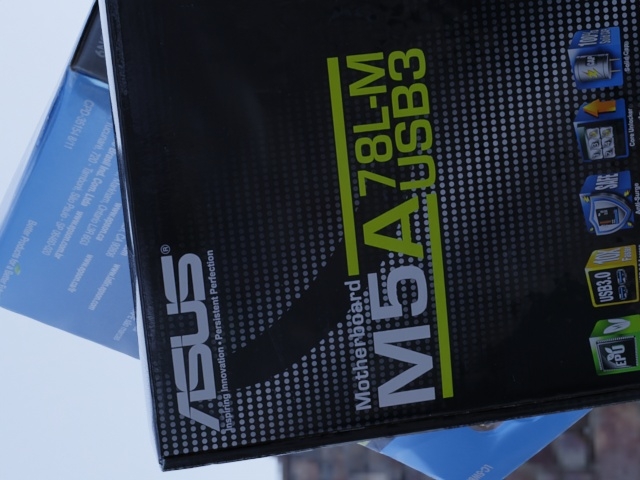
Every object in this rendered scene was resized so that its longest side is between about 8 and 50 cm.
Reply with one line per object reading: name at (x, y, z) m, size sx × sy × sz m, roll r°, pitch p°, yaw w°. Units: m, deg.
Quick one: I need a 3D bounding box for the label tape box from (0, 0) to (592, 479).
label tape box at (0.000, 0.000, 0.929) m, size 0.240 × 0.334 × 0.106 m, roll 129°, pitch 161°, yaw -53°

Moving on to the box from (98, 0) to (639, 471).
box at (0.023, -0.029, 0.572) m, size 0.045 × 0.184 × 0.190 m, roll -151°, pitch 55°, yaw -75°
